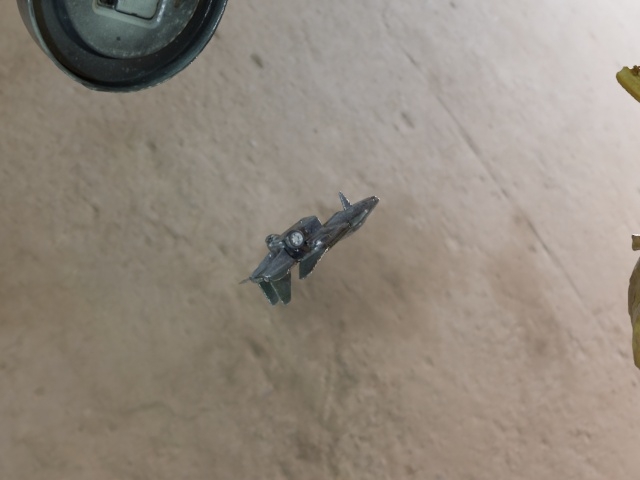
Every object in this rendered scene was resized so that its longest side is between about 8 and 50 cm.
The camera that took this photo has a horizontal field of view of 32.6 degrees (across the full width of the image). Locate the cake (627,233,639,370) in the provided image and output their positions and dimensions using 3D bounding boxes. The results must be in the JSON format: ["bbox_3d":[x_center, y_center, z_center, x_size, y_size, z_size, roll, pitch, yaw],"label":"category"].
[{"bbox_3d":[0.693,0.080,1.896,0.332,0.332,0.321,36,39,-19],"label":"cake"}]

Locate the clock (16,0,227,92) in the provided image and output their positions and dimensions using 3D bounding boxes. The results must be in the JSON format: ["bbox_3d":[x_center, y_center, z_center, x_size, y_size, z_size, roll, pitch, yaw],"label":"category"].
[{"bbox_3d":[-0.320,-0.435,1.806,0.386,0.386,0.076,1,25,-44],"label":"clock"}]

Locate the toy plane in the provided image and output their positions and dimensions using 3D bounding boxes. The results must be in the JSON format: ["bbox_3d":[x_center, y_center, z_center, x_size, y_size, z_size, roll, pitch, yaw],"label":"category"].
[{"bbox_3d":[-0.007,-0.009,1.756,0.267,0.212,0.088,-44,107,-25],"label":"toy plane"}]

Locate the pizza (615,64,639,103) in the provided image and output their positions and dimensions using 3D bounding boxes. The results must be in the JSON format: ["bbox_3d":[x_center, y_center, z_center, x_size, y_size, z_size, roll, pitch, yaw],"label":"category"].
[{"bbox_3d":[0.591,-0.259,1.867,0.175,0.046,0.134,30,43,12],"label":"pizza"}]
